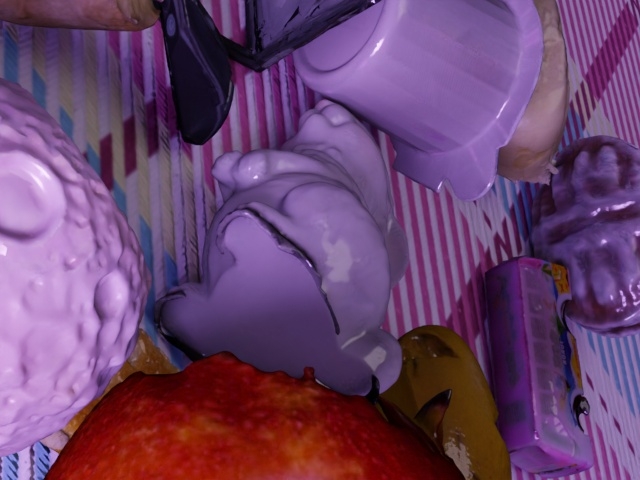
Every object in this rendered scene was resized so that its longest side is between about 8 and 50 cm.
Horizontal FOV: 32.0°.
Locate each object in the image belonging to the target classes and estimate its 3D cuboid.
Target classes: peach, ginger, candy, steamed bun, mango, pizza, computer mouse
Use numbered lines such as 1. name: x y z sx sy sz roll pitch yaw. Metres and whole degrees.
1. peach: -0.046 0.282 0.739 0.335 0.406 0.310 11 49 -4
2. ginger: -0.259 -0.258 0.961 0.267 0.152 0.138 13 85 -25
3. candy: 0.416 -0.003 1.588 0.157 0.214 0.289 27 52 -48
4. steamed bun: 0.238 -0.214 1.510 0.232 0.166 0.273 85 0 -76
5. mango: 0.128 0.206 1.196 0.167 0.130 0.262 27 47 -43
6. pizza: -0.166 0.129 0.939 0.175 0.046 0.134 16 60 -46
7. computer mouse: -0.117 -0.169 1.074 0.062 0.192 0.106 -9 50 -9

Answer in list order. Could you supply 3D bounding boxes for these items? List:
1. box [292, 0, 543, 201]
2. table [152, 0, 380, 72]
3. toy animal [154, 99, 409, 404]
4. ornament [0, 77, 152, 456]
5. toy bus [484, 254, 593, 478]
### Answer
1. box: 0.092 -0.200 1.274 0.206 0.262 0.291 20 57 -36
2. table: -0.091 -0.412 1.182 0.272 0.222 0.335 23 53 -44
3. toy animal: 0.000 0.000 1.117 0.258 0.194 0.357 50 31 -6
4. ornament: -0.247 0.023 0.735 0.225 0.259 0.259 -37 103 -17
5. toy bus: 0.276 0.160 1.432 0.112 0.090 0.274 20 57 -36
